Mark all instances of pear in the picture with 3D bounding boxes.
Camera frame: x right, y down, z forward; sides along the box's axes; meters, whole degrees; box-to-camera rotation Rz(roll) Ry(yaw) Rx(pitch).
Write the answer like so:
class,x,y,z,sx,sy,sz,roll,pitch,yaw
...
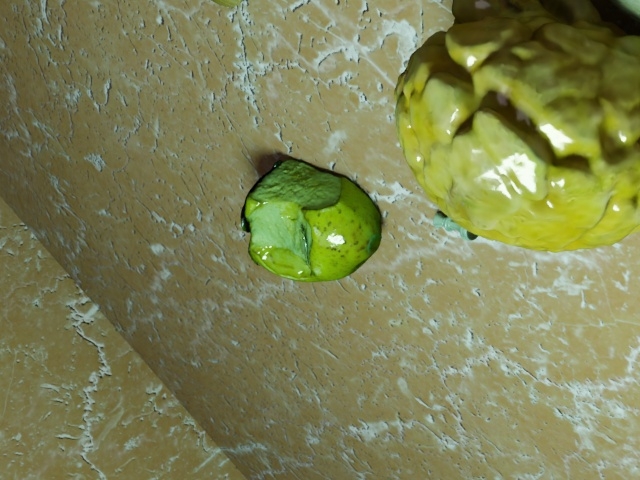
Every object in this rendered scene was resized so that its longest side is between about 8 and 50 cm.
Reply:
class,x,y,z,sx,sy,sz,roll,pitch,yaw
pear,0.000,0.000,2.211,0.255,0.164,0.238,21,139,33

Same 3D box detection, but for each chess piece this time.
class,x,y,z,sx,sy,sz,roll,pitch,yaw
chess piece,0.231,-0.028,2.019,0.093,0.042,0.042,19,141,48

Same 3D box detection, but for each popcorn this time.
class,x,y,z,sx,sy,sz,roll,pitch,yaw
popcorn,0.285,-0.138,1.527,0.390,0.354,0.344,36,140,13

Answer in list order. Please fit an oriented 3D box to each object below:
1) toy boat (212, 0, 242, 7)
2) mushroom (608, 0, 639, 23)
class,x,y,z,sx,sy,sz,roll,pitch,yaw
toy boat,-0.236,-0.508,1.966,0.310,0.089,0.115,39,146,12
mushroom,0.461,-0.279,1.403,0.312,0.081,0.100,29,164,24
